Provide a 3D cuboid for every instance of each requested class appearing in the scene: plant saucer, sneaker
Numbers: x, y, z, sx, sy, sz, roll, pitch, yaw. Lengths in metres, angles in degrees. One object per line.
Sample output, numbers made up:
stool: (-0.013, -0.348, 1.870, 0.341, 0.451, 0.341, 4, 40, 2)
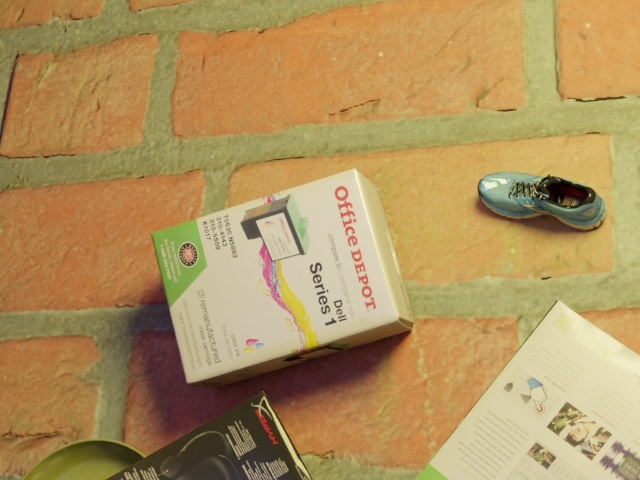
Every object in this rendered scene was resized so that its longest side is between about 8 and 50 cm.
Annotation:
plant saucer: (-0.289, 0.371, 1.483, 0.241, 0.037, 0.241, -7, 65, 15)
sneaker: (0.274, -0.063, 1.471, 0.162, 0.073, 0.063, 10, 71, 21)

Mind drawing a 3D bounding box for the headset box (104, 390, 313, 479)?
headset box: (-0.137, 0.347, 1.372, 0.293, 0.110, 0.218, -29, 66, -7)

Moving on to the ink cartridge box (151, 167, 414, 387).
ink cartridge box: (-0.045, 0.050, 1.478, 0.278, 0.117, 0.201, -17, 78, 10)

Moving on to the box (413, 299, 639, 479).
box: (0.268, 0.258, 1.345, 0.232, 0.058, 0.322, 37, 81, 27)
